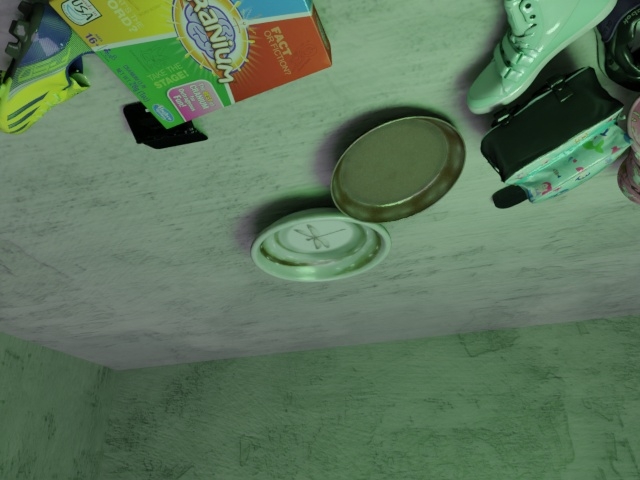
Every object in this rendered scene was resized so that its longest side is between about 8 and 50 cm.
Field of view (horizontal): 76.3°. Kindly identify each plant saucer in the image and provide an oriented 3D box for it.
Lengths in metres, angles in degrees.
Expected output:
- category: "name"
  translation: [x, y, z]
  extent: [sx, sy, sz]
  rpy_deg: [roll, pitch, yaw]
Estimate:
- category: "plant saucer"
  translation: [0.000, 0.000, 1.179]
  extent: [0.400, 0.101, 0.400]
  rpy_deg: [-3, 152, -2]
- category: "plant saucer"
  translation: [0.170, -0.158, 0.922]
  extent: [0.310, 0.050, 0.311]
  rpy_deg: [-9, 141, -7]

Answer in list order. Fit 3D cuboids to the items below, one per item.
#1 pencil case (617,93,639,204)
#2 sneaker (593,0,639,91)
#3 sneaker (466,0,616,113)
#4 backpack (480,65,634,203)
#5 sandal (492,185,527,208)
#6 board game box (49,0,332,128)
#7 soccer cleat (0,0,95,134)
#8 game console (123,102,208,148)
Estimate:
- category: "pencil case"
  translation: [0.695, -0.177, 0.815]
  extent: [0.160, 0.167, 0.386]
  rpy_deg: [-47, 151, 20]
- category: "sneaker"
  translation: [0.533, -0.304, 0.679]
  extent: [0.283, 0.124, 0.107]
  rpy_deg: [20, 143, -37]
- category: "sneaker"
  translation: [0.301, -0.323, 0.645]
  extent: [0.151, 0.094, 0.256]
  rpy_deg: [13, 142, -30]
- category: "backpack"
  translation: [0.440, -0.187, 0.776]
  extent: [0.225, 0.191, 0.253]
  rpy_deg: [-35, 174, 26]
- category: "sandal"
  translation: [0.573, -0.142, 1.052]
  extent: [0.097, 0.055, 0.254]
  rpy_deg: [14, 146, -30]
- category: "board game box"
  translation: [-0.171, -0.317, 0.599]
  extent: [0.316, 0.064, 0.242]
  rpy_deg: [-15, 146, 17]
- category: "soccer cleat"
  translation: [-0.453, -0.252, 0.667]
  extent: [0.121, 0.094, 0.289]
  rpy_deg: [14, 147, -42]
- category: "game console"
  translation: [-0.303, -0.230, 0.808]
  extent: [0.122, 0.071, 0.107]
  rpy_deg: [-9, 121, 7]
